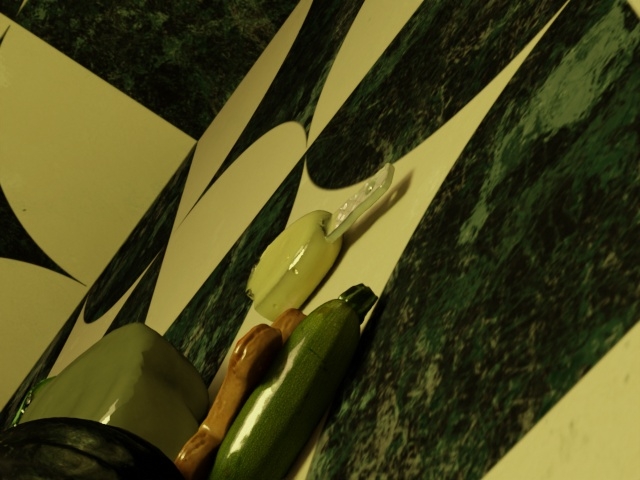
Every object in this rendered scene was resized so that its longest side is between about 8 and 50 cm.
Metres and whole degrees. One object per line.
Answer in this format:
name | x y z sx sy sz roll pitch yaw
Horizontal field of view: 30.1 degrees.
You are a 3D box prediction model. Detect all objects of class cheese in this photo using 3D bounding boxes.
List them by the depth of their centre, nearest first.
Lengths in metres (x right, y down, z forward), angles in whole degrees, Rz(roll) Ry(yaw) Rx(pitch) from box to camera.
cheese | 0.000 0.000 1.300 0.255 0.050 0.127 -44 19 41

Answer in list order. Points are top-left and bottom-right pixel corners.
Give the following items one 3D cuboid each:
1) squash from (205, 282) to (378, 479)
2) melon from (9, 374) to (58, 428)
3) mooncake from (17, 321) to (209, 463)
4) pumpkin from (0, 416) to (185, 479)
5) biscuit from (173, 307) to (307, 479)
squash | -0.028 0.143 1.064 0.252 0.066 0.066 -59 15 -6
melon | -0.342 0.291 1.564 0.129 0.169 0.265 -46 17 42
mooncake | -0.251 0.228 1.394 0.275 0.135 0.275 -35 25 19
pumpkin | -0.181 0.287 0.957 0.296 0.296 0.296 -51 16 21
biscuit | -0.093 0.178 1.118 0.250 0.036 0.165 -64 -15 13
